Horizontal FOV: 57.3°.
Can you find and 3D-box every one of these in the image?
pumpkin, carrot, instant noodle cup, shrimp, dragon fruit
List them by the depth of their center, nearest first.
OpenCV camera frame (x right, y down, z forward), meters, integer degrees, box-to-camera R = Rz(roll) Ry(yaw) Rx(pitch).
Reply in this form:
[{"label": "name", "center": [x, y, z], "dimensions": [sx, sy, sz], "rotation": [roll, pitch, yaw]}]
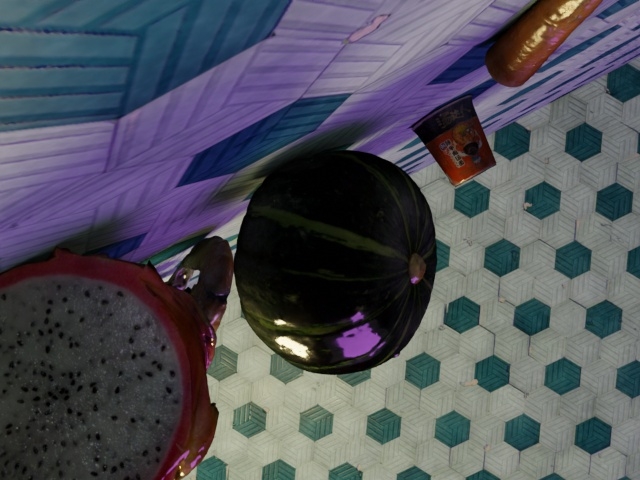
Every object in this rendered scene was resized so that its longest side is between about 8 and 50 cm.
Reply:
[{"label": "carrot", "center": [0.241, -0.229, 0.591], "dimensions": [0.061, 0.061, 0.210], "rotation": [-27, 174, -16]}, {"label": "dragon fruit", "center": [-0.250, 0.165, 0.652], "dimensions": [0.305, 0.306, 0.226], "rotation": [-27, 169, -8]}, {"label": "pumpkin", "center": [0.031, 0.031, 0.828], "dimensions": [0.241, 0.324, 0.323], "rotation": [11, -155, 38]}, {"label": "instant noodle cup", "center": [0.252, -0.176, 1.073], "dimensions": [0.127, 0.136, 0.127], "rotation": [-28, 178, -1]}, {"label": "shrimp", "center": [-0.267, 0.133, 1.118], "dimensions": [0.085, 0.247, 0.360], "rotation": [24, 122, -30]}]

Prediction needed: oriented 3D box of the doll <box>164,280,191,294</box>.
[{"label": "doll", "center": [-0.432, 0.195, 1.462], "dimensions": [0.181, 0.118, 0.257], "rotation": [-4, -149, 21]}]
